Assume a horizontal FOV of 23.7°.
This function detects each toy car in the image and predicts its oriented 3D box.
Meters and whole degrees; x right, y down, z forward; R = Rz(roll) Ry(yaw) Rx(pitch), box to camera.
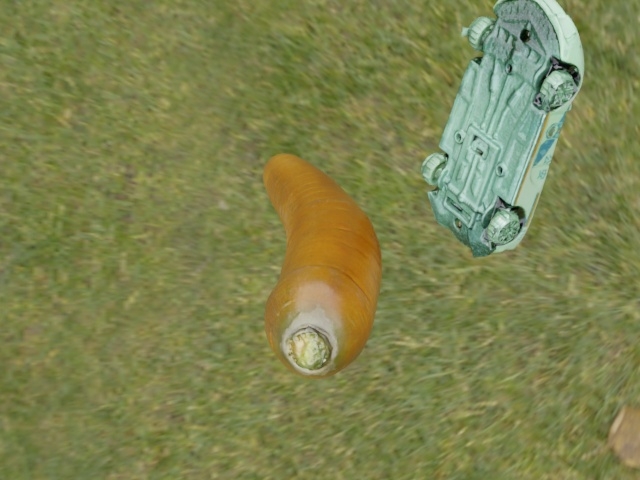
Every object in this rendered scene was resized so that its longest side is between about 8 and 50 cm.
[{"bbox_3d":[0.128,-0.076,1.011,0.093,0.058,0.186,46,131,40],"label":"toy car"}]

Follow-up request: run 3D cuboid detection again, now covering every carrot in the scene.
[{"bbox_3d":[0.000,0.000,0.885,0.062,0.271,0.066,26,114,-13],"label":"carrot"}]
